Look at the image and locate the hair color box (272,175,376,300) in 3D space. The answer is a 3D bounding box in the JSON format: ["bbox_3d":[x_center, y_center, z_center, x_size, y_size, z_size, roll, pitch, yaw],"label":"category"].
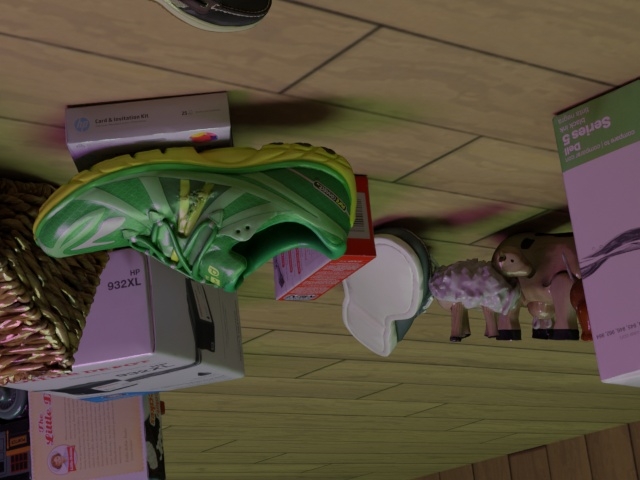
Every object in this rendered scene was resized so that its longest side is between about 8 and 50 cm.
[{"bbox_3d":[0.000,0.000,1.449,0.053,0.093,0.167,2,161,-25],"label":"hair color box"}]

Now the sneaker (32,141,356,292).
[{"bbox_3d":[-0.112,-0.015,1.185,0.296,0.123,0.109,-7,163,-1],"label":"sneaker"}]

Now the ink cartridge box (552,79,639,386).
[{"bbox_3d":[0.345,0.005,1.284,0.115,0.272,0.198,-22,157,40],"label":"ink cartridge box"}]

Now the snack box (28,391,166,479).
[{"bbox_3d":[-0.316,0.288,1.865,0.187,0.321,0.060,-12,163,18],"label":"snack box"}]

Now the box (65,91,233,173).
[{"bbox_3d":[-0.153,-0.078,1.238,0.145,0.038,0.186,-6,164,-3],"label":"box"}]

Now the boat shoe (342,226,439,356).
[{"bbox_3d":[0.095,0.047,1.683,0.099,0.116,0.319,-46,166,-21],"label":"boat shoe"}]

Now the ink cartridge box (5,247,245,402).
[{"bbox_3d":[-0.249,0.112,1.622,0.223,0.129,0.307,-10,167,14],"label":"ink cartridge box"}]

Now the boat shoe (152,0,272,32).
[{"bbox_3d":[-0.088,-0.182,0.903,0.152,0.056,0.049,10,161,-42],"label":"boat shoe"}]

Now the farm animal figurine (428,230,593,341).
[{"bbox_3d":[0.339,0.033,1.587,0.327,0.172,0.330,-4,175,36],"label":"farm animal figurine"}]

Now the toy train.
[{"bbox_3d":[-0.381,0.284,2.050,0.334,0.190,0.142,-16,161,27],"label":"toy train"}]

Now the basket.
[{"bbox_3d":[-0.395,0.017,1.366,0.299,0.223,0.213,-13,129,20],"label":"basket"}]
